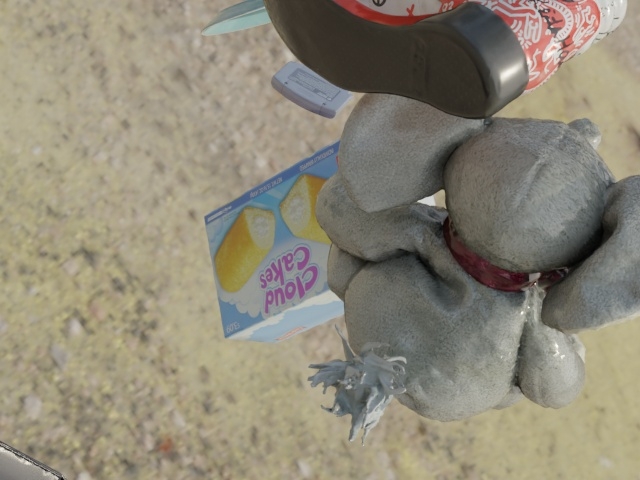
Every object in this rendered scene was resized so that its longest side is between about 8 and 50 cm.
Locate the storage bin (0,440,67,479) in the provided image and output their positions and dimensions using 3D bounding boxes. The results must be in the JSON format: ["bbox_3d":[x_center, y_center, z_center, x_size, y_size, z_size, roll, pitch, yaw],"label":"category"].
[{"bbox_3d":[-0.271,0.233,0.898,0.122,0.084,0.180,42,57,-43],"label":"storage bin"}]

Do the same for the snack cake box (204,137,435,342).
[{"bbox_3d":[0.000,0.000,1.362,0.089,0.264,0.152,10,61,-46],"label":"snack cake box"}]

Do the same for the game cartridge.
[{"bbox_3d":[-0.010,-0.165,1.386,0.083,0.017,0.056,30,38,10],"label":"game cartridge"}]

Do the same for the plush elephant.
[{"bbox_3d":[0.132,-0.003,0.960,0.272,0.255,0.330,41,24,6],"label":"plush elephant"}]

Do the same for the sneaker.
[{"bbox_3d":[0.080,-0.165,0.856,0.145,0.270,0.090,-33,124,-22],"label":"sneaker"}]

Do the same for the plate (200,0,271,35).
[{"bbox_3d":[-0.090,-0.340,1.858,0.188,0.188,0.024,-21,96,-57],"label":"plate"}]
